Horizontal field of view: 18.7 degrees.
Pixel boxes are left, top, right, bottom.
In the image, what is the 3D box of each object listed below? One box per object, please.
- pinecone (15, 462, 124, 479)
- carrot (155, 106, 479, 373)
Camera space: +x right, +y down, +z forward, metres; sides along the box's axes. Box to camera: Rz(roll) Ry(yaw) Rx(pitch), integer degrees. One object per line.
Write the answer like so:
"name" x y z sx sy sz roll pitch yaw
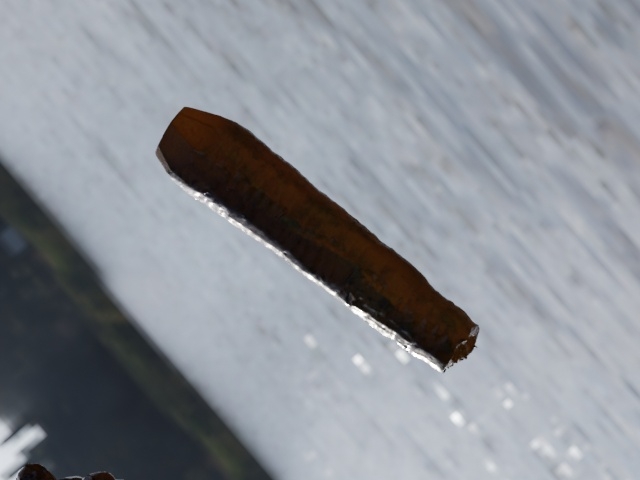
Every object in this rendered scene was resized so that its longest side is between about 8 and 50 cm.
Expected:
"pinecone" -0.199 0.315 1.695 0.272 0.224 0.224 27 -166 -48
"carrot" 0.000 0.000 0.877 0.171 0.042 0.042 38 173 6
